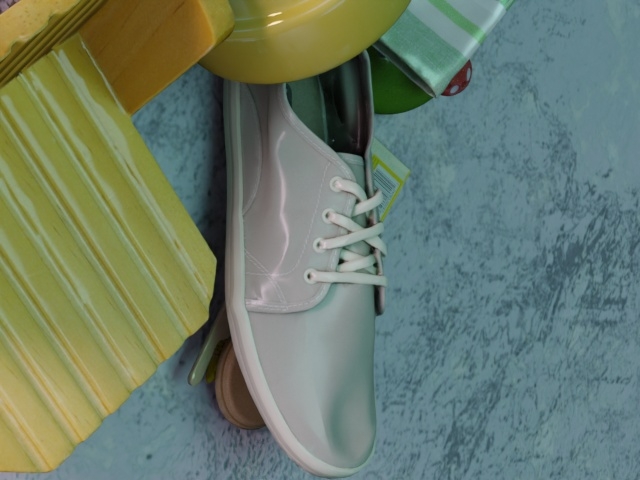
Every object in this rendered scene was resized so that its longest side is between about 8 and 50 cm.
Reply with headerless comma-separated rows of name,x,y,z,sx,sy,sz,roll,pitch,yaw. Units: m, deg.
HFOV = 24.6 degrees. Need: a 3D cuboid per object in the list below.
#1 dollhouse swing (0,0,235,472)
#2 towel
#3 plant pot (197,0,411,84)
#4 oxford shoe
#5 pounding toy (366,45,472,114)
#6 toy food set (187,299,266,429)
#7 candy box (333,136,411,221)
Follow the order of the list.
dollhouse swing,-0.189,-0.016,1.165,0.305,0.315,0.347,52,55,-9
towel,0.120,-0.340,1.456,0.248,0.038,0.325,41,75,-7
plant pot,-0.060,-0.301,1.250,0.254,0.254,0.239,-66,150,-20
oxford shoe,0.000,0.000,1.396,0.169,0.130,0.449,4,78,-49
pounding toy,0.109,-0.235,1.512,0.183,0.110,0.237,20,96,-34
toy food set,-0.061,0.123,1.464,0.192,0.038,0.132,41,71,-44
candy box,0.010,-0.025,1.516,0.105,0.027,0.206,41,63,-20
